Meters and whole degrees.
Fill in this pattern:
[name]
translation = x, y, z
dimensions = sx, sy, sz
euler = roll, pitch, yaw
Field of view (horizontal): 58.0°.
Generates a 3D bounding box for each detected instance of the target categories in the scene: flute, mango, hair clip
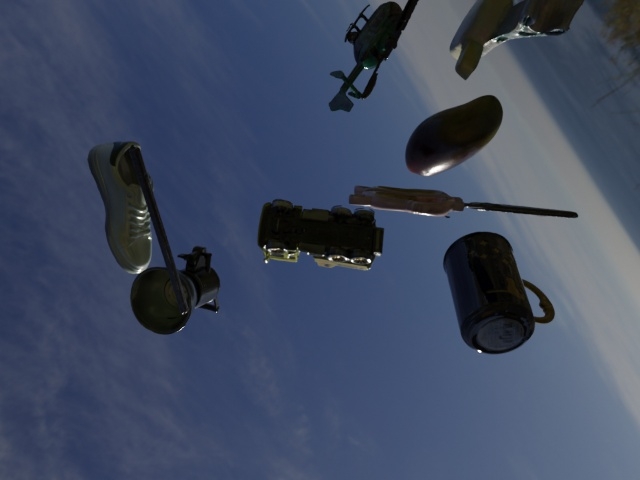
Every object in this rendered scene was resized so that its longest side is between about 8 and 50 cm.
[flute]
translation = -0.200, -0.002, 0.729
dimensions = 0.014, 0.014, 0.270
euler = -90, -4, -50
[mango]
translation = 0.291, -0.233, 1.307
dimensions = 0.133, 0.267, 0.111
euler = 47, -139, -12
[hair clip]
translation = 0.222, -0.266, 0.733
dimensions = 0.071, 0.159, 0.218
euler = 34, 180, -15

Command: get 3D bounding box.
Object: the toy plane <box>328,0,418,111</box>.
[toy plane]
translation = 0.132, -0.505, 1.545
dimensions = 0.106, 0.382, 0.155
euler = 37, 177, -42

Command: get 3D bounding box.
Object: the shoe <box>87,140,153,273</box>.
[shoe]
translation = -0.498, -0.094, 1.547
dimensions = 0.131, 0.160, 0.363
euler = -24, -78, -54

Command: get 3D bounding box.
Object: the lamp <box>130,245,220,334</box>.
[lamp]
translation = -0.307, 0.104, 1.319
dimensions = 0.227, 0.147, 0.172
euler = -30, -52, -72

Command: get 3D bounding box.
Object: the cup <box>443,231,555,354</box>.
[cup]
translation = 0.435, 0.123, 1.356
dimensions = 0.256, 0.254, 0.178
euler = -88, -7, -52

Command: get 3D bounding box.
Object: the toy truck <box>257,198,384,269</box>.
[toy truck]
translation = 0.000, 0.000, 1.297
dimensions = 0.157, 0.272, 0.124
euler = 97, 179, -68

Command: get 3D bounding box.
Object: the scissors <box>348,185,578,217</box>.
[scissors]
translation = 0.202, -0.050, 0.821
dimensions = 0.160, 0.317, 0.024
euler = -57, -28, -75
